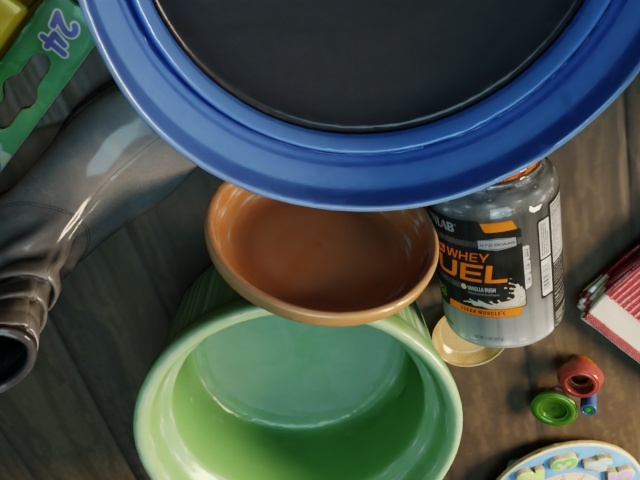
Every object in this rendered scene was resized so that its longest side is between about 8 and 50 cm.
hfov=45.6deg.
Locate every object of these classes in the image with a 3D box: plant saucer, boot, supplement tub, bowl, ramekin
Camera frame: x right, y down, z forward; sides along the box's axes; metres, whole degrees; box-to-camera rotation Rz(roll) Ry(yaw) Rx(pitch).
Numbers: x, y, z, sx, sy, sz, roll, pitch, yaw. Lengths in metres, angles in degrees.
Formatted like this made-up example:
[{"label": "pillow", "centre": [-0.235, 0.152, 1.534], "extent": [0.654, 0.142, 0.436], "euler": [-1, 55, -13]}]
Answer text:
[{"label": "plant saucer", "centre": [0.160, 0.099, 0.818], "extent": [0.083, 0.015, 0.084], "euler": [-1, 121, -1]}, {"label": "boot", "centre": [-0.222, 0.014, 0.629], "extent": [0.338, 0.223, 0.118], "euler": [-37, 121, 19]}, {"label": "supplement tub", "centre": [0.160, -0.006, 0.696], "extent": [0.116, 0.117, 0.191], "euler": [-11, 120, 5]}, {"label": "plant saucer", "centre": [0.000, 0.000, 0.650], "extent": [0.199, 0.200, 0.037], "euler": [6, 134, -6]}, {"label": "bowl", "centre": [0.041, -0.189, 0.492], "extent": [0.390, 0.077, 0.391], "euler": [-3, 133, -3]}, {"label": "ramekin", "centre": [-0.022, 0.144, 0.761], "extent": [0.303, 0.148, 0.304], "euler": [-1, 121, -2]}]

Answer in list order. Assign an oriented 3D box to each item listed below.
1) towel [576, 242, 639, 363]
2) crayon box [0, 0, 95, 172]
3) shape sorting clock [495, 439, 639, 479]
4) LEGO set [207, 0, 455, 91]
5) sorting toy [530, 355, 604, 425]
[{"label": "towel", "centre": [0.455, 0.022, 0.771], "extent": [0.237, 0.037, 0.329], "euler": [35, 115, -21]}, {"label": "crayon box", "centre": [-0.363, -0.186, 0.589], "extent": [0.323, 0.083, 0.203], "euler": [36, 114, -22]}, {"label": "shape sorting clock", "centre": [0.303, 0.328, 0.945], "extent": [0.206, 0.040, 0.206], "euler": [-1, 121, -1]}, {"label": "LEGO set", "centre": [0.005, -0.183, 0.607], "extent": [0.227, 0.087, 0.093], "euler": [22, 121, -21]}, {"label": "sorting toy", "centre": [0.281, 0.165, 0.853], "extent": [0.061, 0.042, 0.102], "euler": [29, 129, -1]}]
